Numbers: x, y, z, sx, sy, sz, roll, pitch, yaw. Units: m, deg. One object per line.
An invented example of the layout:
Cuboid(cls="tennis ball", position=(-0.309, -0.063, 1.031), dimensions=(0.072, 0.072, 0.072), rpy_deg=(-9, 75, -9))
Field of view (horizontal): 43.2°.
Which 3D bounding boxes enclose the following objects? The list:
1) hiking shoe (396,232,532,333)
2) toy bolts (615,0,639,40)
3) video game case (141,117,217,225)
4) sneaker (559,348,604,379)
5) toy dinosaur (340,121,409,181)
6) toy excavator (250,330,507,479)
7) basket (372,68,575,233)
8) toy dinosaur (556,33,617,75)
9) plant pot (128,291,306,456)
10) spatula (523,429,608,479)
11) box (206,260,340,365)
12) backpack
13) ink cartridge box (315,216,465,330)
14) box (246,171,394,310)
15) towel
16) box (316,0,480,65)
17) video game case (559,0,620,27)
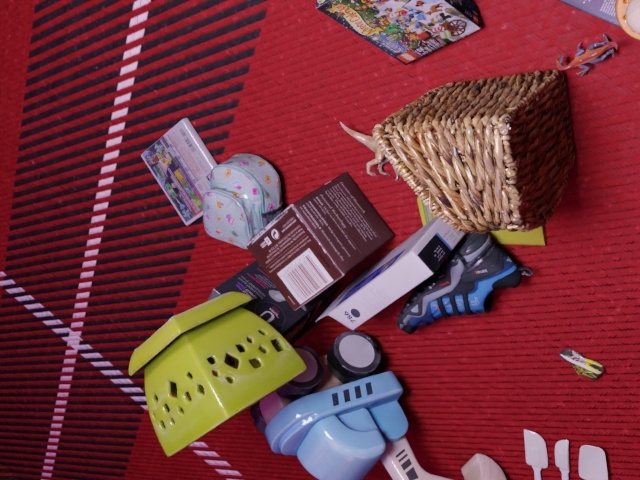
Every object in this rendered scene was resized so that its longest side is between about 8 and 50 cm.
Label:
Cuboid(cls="hiking shoe", position=(0.256, 0.112, 1.536), dimensions=(0.132, 0.113, 0.304), rpy_deg=(39, 136, 0))
Cuboid(cls="toy bolts", position=(0.522, -0.350, 1.056), dimensions=(0.218, 0.158, 0.229), rpy_deg=(25, 126, 13))
Cuboid(cls="video game case", position=(-0.308, -0.155, 1.860), dimensions=(0.183, 0.023, 0.201), rpy_deg=(-29, 95, 41))
Cuboid(cls="sneaker", position=(0.478, 0.232, 1.490), dimensions=(0.083, 0.031, 0.035), rpy_deg=(27, 126, 22))
Cuboid(cls="toy dinosaur", position=(0.121, -0.169, 1.539), dimensions=(0.183, 0.053, 0.093), rpy_deg=(18, 107, 19))
Cuboid(cls="toy excavator", position=(0.120, 0.427, 1.687), dimensions=(0.445, 0.432, 0.222), rpy_deg=(62, 145, 28))
Cuboid(cls="basket", position=(0.255, -0.130, 1.288), dimensions=(0.222, 0.299, 0.214), rpy_deg=(0, 114, 33))
Cuboid(cls="toy dinosaur", position=(0.408, -0.289, 1.253), dimensions=(0.082, 0.090, 0.047), rpy_deg=(-22, 83, 9))
Cuboid(cls="plant pot", position=(-0.204, 0.234, 1.499), dimensions=(0.228, 0.227, 0.207), rpy_deg=(-40, 80, 39))
Cuboid(cls="spatula", position=(0.496, 0.499, 1.624), dimensions=(0.168, 0.019, 0.242), rpy_deg=(4, 115, 33))
Cuboid(cls="box", position=(-0.110, 0.142, 1.704), dimensions=(0.165, 0.270, 0.143), rpy_deg=(40, 127, 13))
Cuboid(cls="backpack", position=(-0.165, -0.084, 1.718), dimensions=(0.165, 0.144, 0.189), rpy_deg=(20, 120, 33))
Cuboid(cls="ink cartridge box", position=(0.133, 0.070, 1.553), dimensions=(0.065, 0.165, 0.332), rpy_deg=(47, 138, -3))
Cuboid(cls="box", position=(0.000, 0.000, 1.599), dimensions=(0.167, 0.203, 0.168), rpy_deg=(52, 131, 2))
Cuboid(cls="towel", position=(0.295, -0.039, 1.492), dimensions=(0.237, 0.021, 0.102), rpy_deg=(1, 119, 34))
Cuboid(cls="box", position=(0.128, -0.377, 1.310), dimensions=(0.159, 0.233, 0.044), rpy_deg=(-20, 62, 40))
Cuboid(cls="video game case", position=(0.387, -0.457, 1.207), dimensions=(0.274, 0.026, 0.196), rpy_deg=(31, 128, 20))
